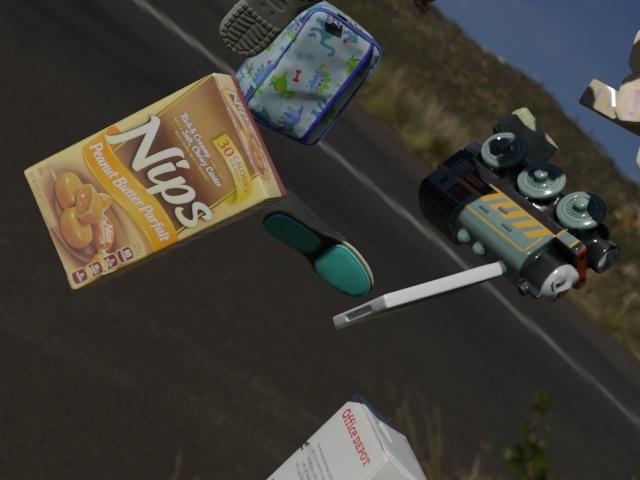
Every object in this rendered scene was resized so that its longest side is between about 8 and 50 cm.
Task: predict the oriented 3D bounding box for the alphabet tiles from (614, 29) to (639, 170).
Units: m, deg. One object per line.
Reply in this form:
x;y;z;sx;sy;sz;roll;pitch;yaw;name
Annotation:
0.528;-0.208;1.534;0.284;0.278;0.021;13;-6;43;alphabet tiles

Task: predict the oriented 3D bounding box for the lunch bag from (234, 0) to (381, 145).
-0.018;-0.271;1.882;0.176;0.219;0.090;29;17;-38;lunch bag

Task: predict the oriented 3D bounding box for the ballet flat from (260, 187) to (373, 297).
0.000;0.000;1.956;0.248;0.086;0.086;42;7;-29;ballet flat

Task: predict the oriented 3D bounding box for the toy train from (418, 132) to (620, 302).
0.310;-0.034;1.859;0.334;0.190;0.142;44;-18;36;toy train

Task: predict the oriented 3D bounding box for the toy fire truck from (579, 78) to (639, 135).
0.542;-0.199;1.790;0.246;0.217;0.158;36;-23;-30;toy fire truck

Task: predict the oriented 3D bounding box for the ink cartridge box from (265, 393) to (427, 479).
0.012;0.396;1.718;0.121;0.289;0.211;43;7;-21;ink cartridge box

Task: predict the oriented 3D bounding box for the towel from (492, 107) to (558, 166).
0.358;-0.175;2.031;0.110;0.027;0.148;51;34;4;towel

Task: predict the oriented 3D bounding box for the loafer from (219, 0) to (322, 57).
-0.036;-0.351;1.576;0.094;0.251;0.087;48;20;-20;loafer

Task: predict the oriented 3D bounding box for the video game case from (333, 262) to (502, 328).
0.134;0.078;1.647;0.173;0.190;0.022;-30;-104;63;video game case

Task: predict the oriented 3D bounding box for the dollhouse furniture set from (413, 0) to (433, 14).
0.191;-0.440;1.616;0.174;0.355;0.303;61;-12;5;dollhouse furniture set

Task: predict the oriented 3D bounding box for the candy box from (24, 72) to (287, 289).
-0.226;-0.077;1.591;0.183;0.316;0.087;66;18;2;candy box
